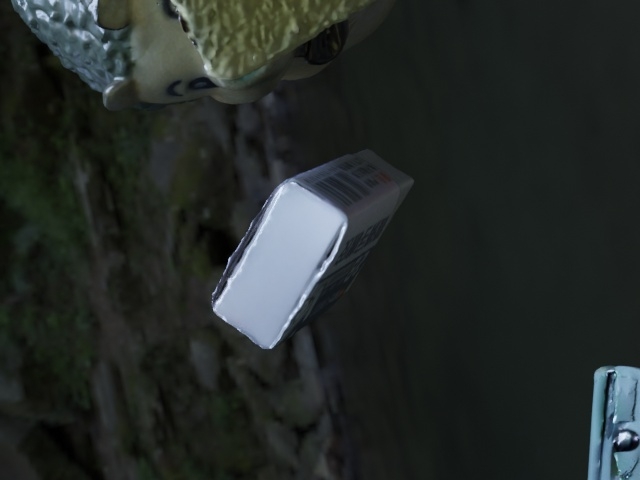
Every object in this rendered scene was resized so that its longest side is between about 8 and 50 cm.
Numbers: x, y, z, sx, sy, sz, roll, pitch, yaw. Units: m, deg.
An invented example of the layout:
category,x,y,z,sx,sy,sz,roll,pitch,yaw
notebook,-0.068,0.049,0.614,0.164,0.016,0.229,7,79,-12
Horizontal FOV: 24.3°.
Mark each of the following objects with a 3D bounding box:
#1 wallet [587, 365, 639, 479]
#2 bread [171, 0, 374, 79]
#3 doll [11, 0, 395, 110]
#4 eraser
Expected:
category,x,y,z,sx,sy,sz,roll,pitch,yaw
wallet,0.187,0.215,0.851,0.176,0.075,0.250,47,-133,-56
bread,-0.059,-0.243,0.853,0.178,0.142,0.266,-92,-17,-52
doll,-0.063,-0.218,1.136,0.247,0.349,0.247,29,132,38
eraser,0.000,0.000,1.173,0.124,0.068,0.210,-61,-10,17
